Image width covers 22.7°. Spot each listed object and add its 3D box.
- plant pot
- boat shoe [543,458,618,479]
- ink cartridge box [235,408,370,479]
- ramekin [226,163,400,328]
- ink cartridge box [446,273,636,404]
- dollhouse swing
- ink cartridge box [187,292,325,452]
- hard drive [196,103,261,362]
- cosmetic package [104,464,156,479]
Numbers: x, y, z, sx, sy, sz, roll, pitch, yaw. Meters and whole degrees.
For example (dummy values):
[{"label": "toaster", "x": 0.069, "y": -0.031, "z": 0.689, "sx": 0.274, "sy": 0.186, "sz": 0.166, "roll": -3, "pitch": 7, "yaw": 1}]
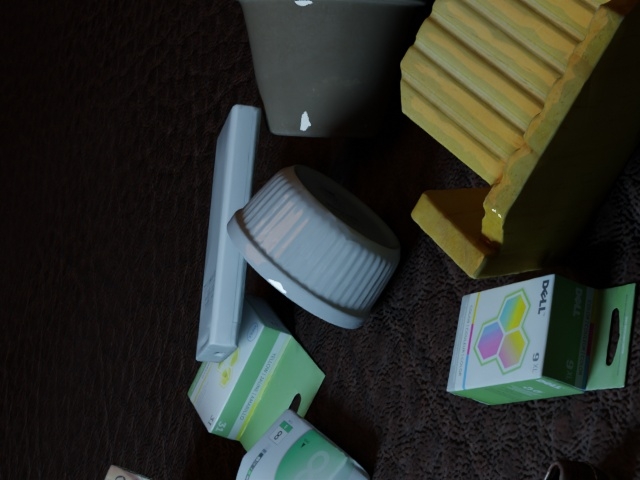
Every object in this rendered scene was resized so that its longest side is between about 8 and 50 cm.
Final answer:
[{"label": "plant pot", "x": 0.007, "y": -0.249, "z": 2.053, "sx": 0.263, "sy": 0.263, "sz": 0.229, "roll": 14, "pitch": 103, "yaw": 62}, {"label": "boat shoe", "x": 0.203, "y": 0.297, "z": 1.504, "sx": 0.207, "sy": 0.073, "sz": 0.073, "roll": -66, "pitch": 29, "yaw": 11}, {"label": "ink cartridge box", "x": -0.063, "y": 0.322, "z": 1.899, "sx": 0.224, "sy": 0.056, "sz": 0.181, "roll": -46, "pitch": 27, "yaw": -8}, {"label": "ramekin", "x": 0.000, "y": 0.000, "z": 1.922, "sx": 0.109, "sy": 0.207, "sz": 0.207, "roll": -53, "pitch": 32, "yaw": 14}, {"label": "ink cartridge box", "x": 0.220, "y": 0.099, "z": 1.608, "sx": 0.209, "sy": 0.062, "sz": 0.109, "roll": -17, "pitch": 57, "yaw": 56}, {"label": "dollhouse swing", "x": 0.183, "y": -0.196, "z": 1.596, "sx": 0.305, "sy": 0.315, "sz": 0.347, "roll": 38, "pitch": 111, "yaw": 23}, {"label": "ink cartridge box", "x": -0.090, "y": 0.191, "z": 2.113, "sx": 0.171, "sy": 0.056, "sz": 0.235, "roll": -63, "pitch": 27, "yaw": 12}, {"label": "hard drive", "x": -0.122, "y": -0.003, "z": 2.086, "sx": 0.203, "sy": 0.040, "sz": 0.307, "roll": 135, "pitch": 142, "yaw": -76}, {"label": "cosmetic package", "x": -0.253, "y": 0.455, "z": 2.055, "sx": 0.153, "sy": 0.129, "sz": 0.296, "roll": 65, "pitch": -135, "yaw": -71}]
